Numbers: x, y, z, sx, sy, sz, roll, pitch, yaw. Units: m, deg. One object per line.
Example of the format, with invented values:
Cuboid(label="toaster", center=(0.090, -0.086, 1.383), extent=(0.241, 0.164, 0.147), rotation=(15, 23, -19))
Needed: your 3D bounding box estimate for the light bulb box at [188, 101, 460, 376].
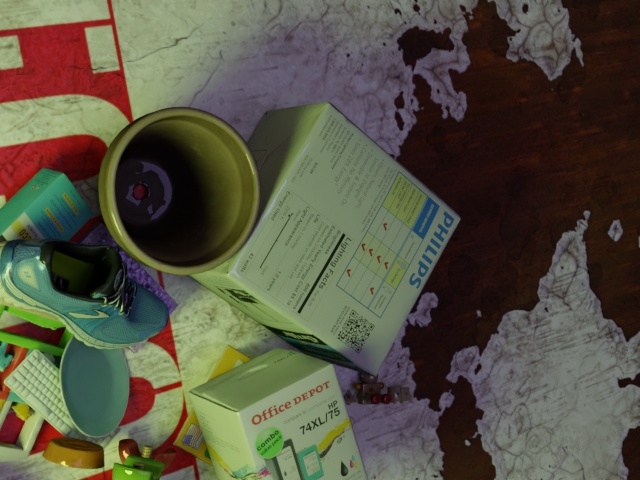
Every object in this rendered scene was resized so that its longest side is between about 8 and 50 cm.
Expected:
Cuboid(label="light bulb box", center=(0.000, 0.000, 1.778), extent=(0.361, 0.225, 0.358), rotation=(38, 74, -28))

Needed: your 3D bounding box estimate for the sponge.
Cuboid(label="sponge", center=(-0.353, 0.083, 1.685), extent=(0.117, 0.031, 0.210), rotation=(-48, 114, -19))

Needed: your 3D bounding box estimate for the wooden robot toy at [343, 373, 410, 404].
Cuboid(label="wooden robot toy", center=(0.112, 0.290, 1.957), extent=(0.173, 0.076, 0.079), rotation=(3, 81, -31))

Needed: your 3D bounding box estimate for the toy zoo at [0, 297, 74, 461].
Cuboid(label="toy zoo", center=(-0.503, 0.240, 1.552), extent=(0.192, 0.030, 0.293), rotation=(32, 79, -56))

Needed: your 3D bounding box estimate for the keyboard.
Cuboid(label="keyboard", center=(-0.423, 0.276, 1.617), extent=(0.072, 0.014, 0.256), rotation=(-53, 136, -22))

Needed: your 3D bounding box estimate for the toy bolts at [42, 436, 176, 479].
Cuboid(label="toy bolts", center=(-0.351, 0.426, 1.627), extent=(0.218, 0.228, 0.159), rotation=(12, 88, 10))

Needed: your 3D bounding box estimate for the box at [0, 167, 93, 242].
Cuboid(label="box", center=(-0.483, 0.002, 1.553), extent=(0.244, 0.060, 0.100), rotation=(-51, 135, -26))

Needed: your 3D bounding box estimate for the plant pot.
Cuboid(label="plant pot", center=(-0.260, -0.080, 1.612), extent=(0.263, 0.229, 0.263), rotation=(-1, 91, -29))

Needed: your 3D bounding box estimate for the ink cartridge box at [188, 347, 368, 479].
Cuboid(label="ink cartridge box", center=(-0.068, 0.354, 1.679), extent=(0.198, 0.197, 0.270), rotation=(-24, 105, -28))

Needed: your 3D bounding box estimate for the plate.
Cuboid(label="plate", center=(-0.384, 0.237, 1.635), extent=(0.188, 0.024, 0.188), rotation=(-10, 90, -67))

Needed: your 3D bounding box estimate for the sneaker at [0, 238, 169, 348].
Cuboid(label="sneaker", center=(-0.352, 0.085, 1.542), extent=(0.330, 0.147, 0.130), rotation=(30, 56, -49))

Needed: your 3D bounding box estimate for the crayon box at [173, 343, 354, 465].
Cuboid(label="crayon box", center=(-0.113, 0.347, 1.815), extent=(0.323, 0.083, 0.203), rotation=(36, 75, -28))
